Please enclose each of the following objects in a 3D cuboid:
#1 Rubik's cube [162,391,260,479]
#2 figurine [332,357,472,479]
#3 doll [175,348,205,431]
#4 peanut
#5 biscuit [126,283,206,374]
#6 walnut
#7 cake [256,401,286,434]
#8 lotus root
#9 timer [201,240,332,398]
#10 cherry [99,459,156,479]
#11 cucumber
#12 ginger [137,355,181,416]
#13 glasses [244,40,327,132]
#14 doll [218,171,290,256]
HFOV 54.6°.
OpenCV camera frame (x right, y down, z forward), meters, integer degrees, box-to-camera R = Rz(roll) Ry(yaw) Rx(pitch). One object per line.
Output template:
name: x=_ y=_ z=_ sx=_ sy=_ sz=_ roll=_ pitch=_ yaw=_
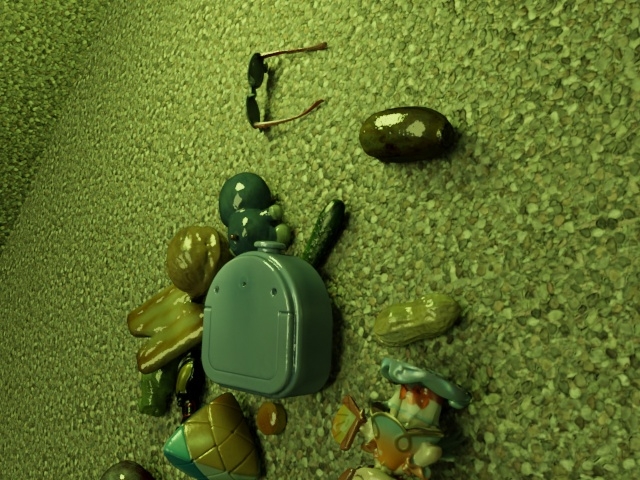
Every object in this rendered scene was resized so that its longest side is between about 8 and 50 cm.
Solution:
Rubik's cube: x=-0.256 y=0.572 z=1.621 sx=0.254 sy=0.254 sz=0.255 roll=-14 pitch=70 yaw=42
figurine: x=0.136 y=0.444 z=1.175 sx=0.276 sy=0.248 sz=0.388 roll=9 pitch=67 yaw=43
doll: x=-0.384 y=0.440 z=1.800 sx=0.127 sy=0.088 sz=0.249 roll=6 pitch=87 yaw=45
peanut: x=0.196 y=0.164 z=1.291 sx=0.214 sy=0.098 sz=0.090 roll=-25 pitch=37 yaw=36
biscuit: x=-0.446 y=0.245 z=1.871 sx=0.290 sy=0.062 sz=0.237 roll=-34 pitch=53 yaw=5
walnut: x=-0.346 y=0.061 z=1.784 sx=0.213 sy=0.213 sz=0.213 roll=-14 pitch=70 yaw=42
cake: x=-0.126 y=0.452 z=1.571 sx=0.084 sy=0.044 sz=0.084 roll=-15 pitch=68 yaw=40
lotus root: x=0.189 y=-0.238 z=1.383 sx=0.241 sy=0.124 sz=0.123 roll=2 pitch=91 yaw=45
timer: x=-0.127 y=0.190 z=1.542 sx=0.394 sy=0.173 sz=0.395 roll=-8 pitch=78 yaw=46
cherry: x=-0.579 y=0.764 z=1.845 sx=0.195 sy=0.195 sz=0.195 roll=-14 pitch=70 yaw=42
cucumber: x=0.000 y=0.000 z=1.550 sx=0.069 sy=0.069 sz=0.228 roll=41 pitch=111 yaw=43
ginger: x=-0.500 y=0.408 z=1.924 sx=0.137 sy=0.089 sz=0.290 roll=30 pitch=103 yaw=57
glasses: x=-0.090 y=-0.439 z=1.778 sx=0.268 sy=0.118 sz=0.234 roll=-1 pitch=76 yaw=24
doll: x=-0.200 y=-0.063 z=1.722 sx=0.228 sy=0.154 sz=0.259 roll=-42 pitch=47 yaw=34
